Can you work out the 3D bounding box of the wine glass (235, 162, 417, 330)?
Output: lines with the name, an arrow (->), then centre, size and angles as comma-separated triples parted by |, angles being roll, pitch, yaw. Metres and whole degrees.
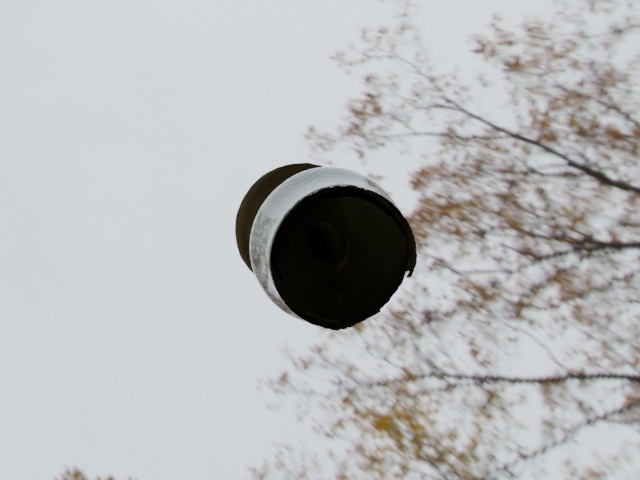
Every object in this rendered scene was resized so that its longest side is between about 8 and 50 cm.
wine glass -> 0.000, 0.000, 0.856 | 0.079, 0.195, 0.079 | -1, -85, -6
